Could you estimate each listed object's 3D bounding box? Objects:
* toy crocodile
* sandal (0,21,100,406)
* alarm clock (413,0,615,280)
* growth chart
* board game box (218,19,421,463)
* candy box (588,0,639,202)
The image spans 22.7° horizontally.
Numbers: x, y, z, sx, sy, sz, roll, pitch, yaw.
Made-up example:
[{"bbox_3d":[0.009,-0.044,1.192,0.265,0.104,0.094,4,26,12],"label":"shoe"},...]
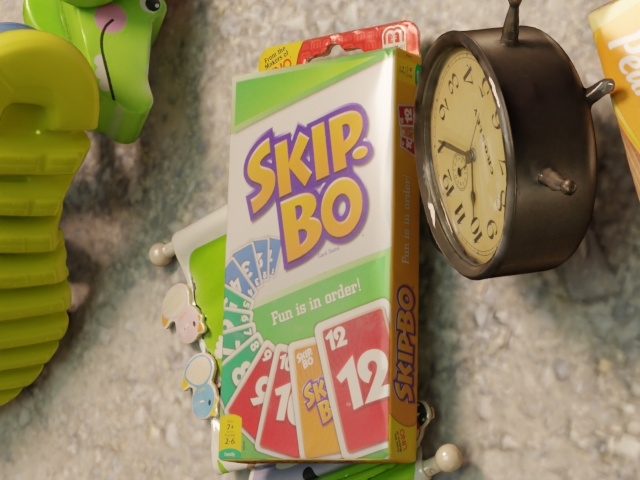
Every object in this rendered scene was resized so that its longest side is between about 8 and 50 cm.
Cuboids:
[{"bbox_3d":[-0.159,-0.230,1.076,0.115,0.105,0.340,123,134,-65],"label":"toy crocodile"},{"bbox_3d":[-0.230,-0.019,1.069,0.138,0.126,0.317,55,131,48],"label":"sandal"},{"bbox_3d":[0.092,-0.040,0.847,0.192,0.064,0.129,129,131,-64],"label":"alarm clock"},{"bbox_3d":[-0.021,0.070,0.974,0.172,0.021,0.237,-36,62,27],"label":"growth chart"},{"bbox_3d":[0.000,0.000,0.938,0.124,0.039,0.259,-6,75,36],"label":"board game box"},{"bbox_3d":[0.257,0.007,0.734,0.183,0.088,0.316,-23,70,32],"label":"candy box"}]
